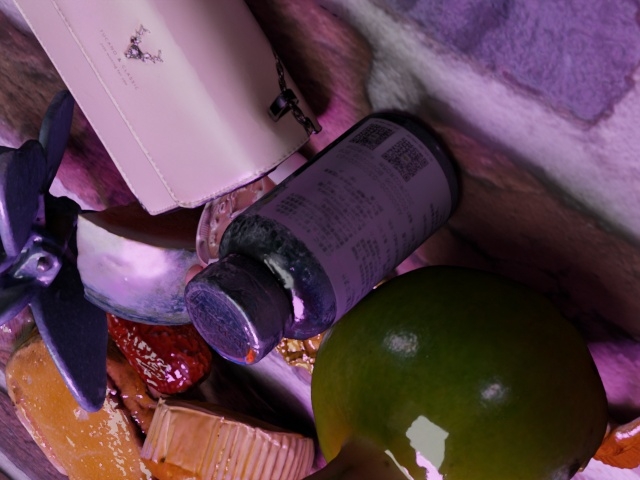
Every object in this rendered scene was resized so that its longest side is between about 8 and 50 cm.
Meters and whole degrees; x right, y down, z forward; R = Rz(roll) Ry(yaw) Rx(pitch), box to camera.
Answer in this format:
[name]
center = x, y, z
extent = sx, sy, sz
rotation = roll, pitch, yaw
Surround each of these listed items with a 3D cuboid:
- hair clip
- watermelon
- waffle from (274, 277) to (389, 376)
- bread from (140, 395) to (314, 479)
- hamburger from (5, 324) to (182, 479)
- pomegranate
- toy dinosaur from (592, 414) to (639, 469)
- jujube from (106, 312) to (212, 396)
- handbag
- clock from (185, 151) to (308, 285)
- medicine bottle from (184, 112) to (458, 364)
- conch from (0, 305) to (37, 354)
[hair clip]
center = -0.419, -0.004, 1.769
extent = 0.238, 0.318, 0.392
rotation = -6, 129, 11
[watermelon]
center = -0.193, 0.027, 1.720
extent = 0.256, 0.260, 0.176
rotation = -28, 88, 40
[waffle]
center = 0.021, 0.098, 1.643
extent = 0.238, 0.059, 0.243
rotation = 41, 144, 14
[bread]
center = -0.133, 0.303, 1.915
extent = 0.250, 0.133, 0.179
rotation = 12, 171, 33
[hamburger]
center = -0.330, 0.254, 2.105
extent = 0.284, 0.174, 0.304
rotation = -13, 112, 51
[pomegranate]
center = 0.094, 0.156, 1.343
extent = 0.310, 0.358, 0.216
rotation = -1, 118, 54
[toy dinosaur]
center = 0.296, 0.211, 1.437
extent = 0.212, 0.057, 0.142
rotation = 15, 145, 43
[jujube]
center = -0.232, 0.143, 1.940
extent = 0.176, 0.109, 0.112
rotation = 45, 124, 11
[handbag]
center = -0.176, -0.221, 1.469
extent = 0.237, 0.160, 0.358
rotation = -17, 109, 47
[clock]
center = -0.072, -0.019, 1.566
extent = 0.093, 0.162, 0.166
rotation = 21, 158, -34
[medicine bottle]
center = 0.000, 0.000, 1.352
extent = 0.141, 0.293, 0.141
rotation = 30, 142, 27
[conch]
center = -0.539, 0.097, 2.200
extent = 0.178, 0.245, 0.163
rotation = -166, 80, -67
